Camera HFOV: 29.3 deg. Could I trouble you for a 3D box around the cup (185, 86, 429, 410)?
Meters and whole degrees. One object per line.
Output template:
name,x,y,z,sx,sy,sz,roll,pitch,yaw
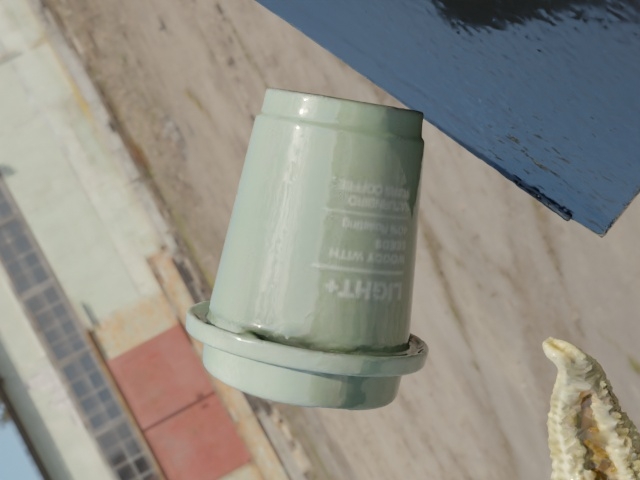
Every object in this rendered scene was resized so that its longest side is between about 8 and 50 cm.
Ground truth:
cup,0.000,0.000,0.591,0.120,0.120,0.141,-143,60,-71

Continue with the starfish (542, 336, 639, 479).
starfish,0.164,0.179,0.517,0.048,0.231,0.295,-110,18,-79

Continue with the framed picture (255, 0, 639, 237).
framed picture,0.050,-0.118,0.527,0.255,0.014,0.339,36,169,10
